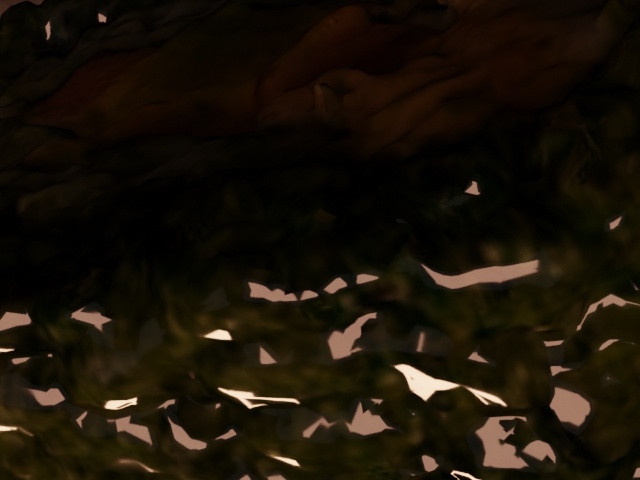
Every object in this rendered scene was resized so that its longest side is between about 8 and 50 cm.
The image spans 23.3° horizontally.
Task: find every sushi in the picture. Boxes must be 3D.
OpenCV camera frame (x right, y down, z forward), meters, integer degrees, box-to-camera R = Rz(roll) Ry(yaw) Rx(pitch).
[{"bbox_3d":[0.000,0.000,0.542,0.352,0.294,0.178,-9,122,23],"label":"sushi"}]
